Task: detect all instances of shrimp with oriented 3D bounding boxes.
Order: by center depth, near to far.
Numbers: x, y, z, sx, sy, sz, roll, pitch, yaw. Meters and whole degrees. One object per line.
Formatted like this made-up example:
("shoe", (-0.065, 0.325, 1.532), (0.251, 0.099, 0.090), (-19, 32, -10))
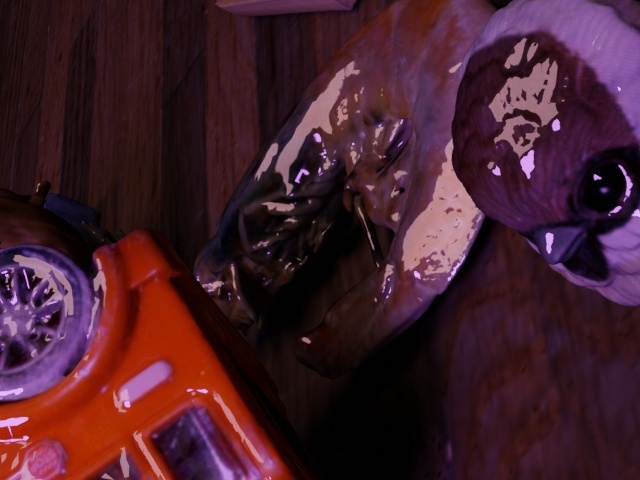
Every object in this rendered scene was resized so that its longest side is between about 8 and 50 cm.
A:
("shrimp", (-0.002, -0.001, 0.620), (0.251, 0.052, 0.143), (-51, 34, 37))

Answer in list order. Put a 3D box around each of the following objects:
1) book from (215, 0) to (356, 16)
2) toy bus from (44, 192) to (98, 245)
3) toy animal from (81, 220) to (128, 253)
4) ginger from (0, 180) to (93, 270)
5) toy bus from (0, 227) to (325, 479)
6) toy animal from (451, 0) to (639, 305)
("book", (0.013, -0.232, 0.783), (0.161, 0.026, 0.230), (16, 87, 67))
("toy bus", (-0.210, 0.033, 1.045), (0.166, 0.047, 0.065), (-44, 31, 44))
("toy animal", (-0.128, 0.032, 0.884), (0.217, 0.041, 0.075), (21, 94, 62))
("ginger", (-0.180, 0.121, 0.781), (0.274, 0.152, 0.357), (100, 166, -66))
("toy bus", (-0.153, 0.147, 0.531), (0.329, 0.143, 0.153), (-34, 60, -3))
("toy animal", (0.086, -0.052, 0.416), (0.098, 0.098, 0.137), (-22, 54, 60))
